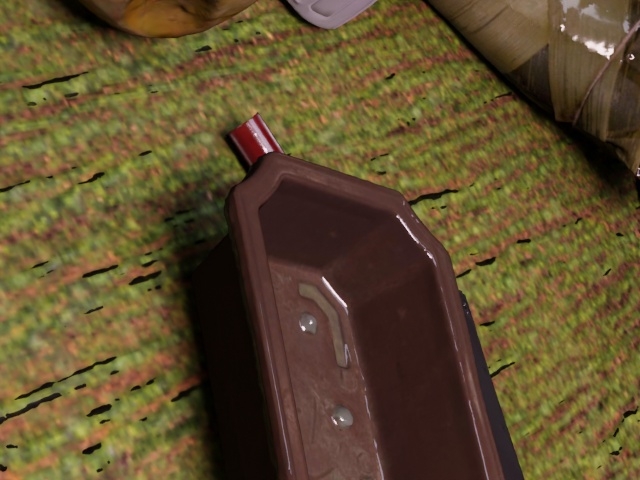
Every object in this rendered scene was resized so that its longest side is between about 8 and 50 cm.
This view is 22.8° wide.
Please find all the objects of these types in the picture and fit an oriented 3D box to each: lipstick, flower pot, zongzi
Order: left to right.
[{"bbox_3d":[0.000,0.000,0.993,0.176,0.027,0.027,56,35,-4],"label":"lipstick"},{"bbox_3d":[0.006,0.085,0.883,0.179,0.084,0.250,16,53,-43],"label":"flower pot"},{"bbox_3d":[0.225,-0.199,1.341,0.318,0.154,0.289,32,25,-1],"label":"zongzi"}]

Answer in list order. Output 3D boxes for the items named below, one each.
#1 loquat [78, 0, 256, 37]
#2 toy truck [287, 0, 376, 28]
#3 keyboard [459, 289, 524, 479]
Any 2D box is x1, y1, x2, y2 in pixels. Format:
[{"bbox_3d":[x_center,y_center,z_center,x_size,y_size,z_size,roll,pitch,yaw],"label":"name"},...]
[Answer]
[{"bbox_3d":[-0.087,-0.233,0.931,0.179,0.179,0.227,17,66,-43],"label":"loquat"},{"bbox_3d":[-0.026,-0.247,1.090,0.216,0.110,0.116,50,49,-11],"label":"toy truck"},{"bbox_3d":[0.102,0.135,1.013,0.072,0.023,0.231,15,53,-52],"label":"keyboard"}]
